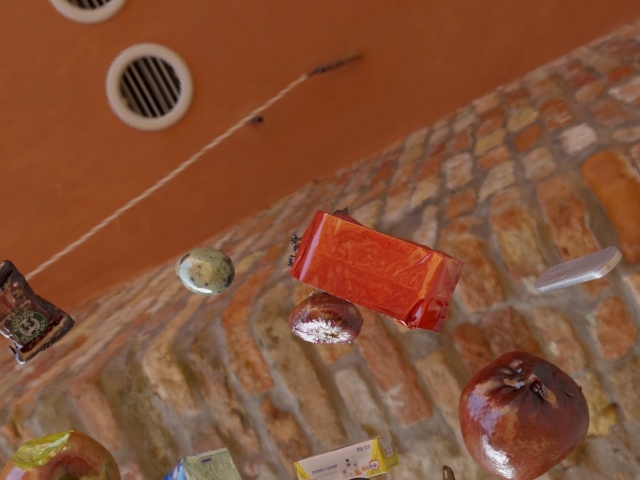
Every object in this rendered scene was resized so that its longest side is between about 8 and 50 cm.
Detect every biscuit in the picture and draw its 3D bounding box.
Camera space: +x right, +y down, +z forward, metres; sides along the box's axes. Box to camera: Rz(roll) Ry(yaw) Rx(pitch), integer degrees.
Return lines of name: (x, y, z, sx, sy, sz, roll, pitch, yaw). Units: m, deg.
biscuit: (-0.674, 0.159, 1.810, 0.235, 0.151, 0.063, 55, 178, -32)

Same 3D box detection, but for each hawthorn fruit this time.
hawthorn fruit: (0.448, 0.407, 1.872, 0.295, 0.311, 0.295, 23, -145, -17)

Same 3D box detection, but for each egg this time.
egg: (-0.337, 0.090, 2.382, 0.141, 0.181, 0.141, 8, -90, -75)

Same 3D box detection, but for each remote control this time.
remote control: (0.522, 0.062, 1.669, 0.022, 0.077, 0.245, 45, 155, -5)

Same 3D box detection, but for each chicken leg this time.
chicken leg: (0.000, 0.000, 2.258, 0.105, 0.234, 0.063, 62, 169, -12)

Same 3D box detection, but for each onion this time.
onion: (0.017, 0.219, 2.448, 0.230, 0.230, 0.163, 54, -150, -57)

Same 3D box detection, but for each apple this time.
apple: (-0.730, 0.704, 2.277, 0.339, 0.339, 0.339, 63, -173, -14)

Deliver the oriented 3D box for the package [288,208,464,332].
package: (0.119, 0.065, 1.947, 0.423, 0.196, 0.123, 22, -175, 23)

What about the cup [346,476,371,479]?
cup: (0.081, 0.690, 1.667, 0.292, 0.308, 0.242, 50, -165, -13)

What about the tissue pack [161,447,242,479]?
tissue pack: (-0.287, 0.628, 1.883, 0.146, 0.263, 0.198, -4, -123, -40)

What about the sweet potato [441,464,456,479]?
sweet potato: (0.290, 0.559, 1.650, 0.059, 0.069, 0.249, 31, -146, -33)

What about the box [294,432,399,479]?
box: (0.078, 0.642, 2.353, 0.168, 0.265, 0.097, 20, -129, -69)
